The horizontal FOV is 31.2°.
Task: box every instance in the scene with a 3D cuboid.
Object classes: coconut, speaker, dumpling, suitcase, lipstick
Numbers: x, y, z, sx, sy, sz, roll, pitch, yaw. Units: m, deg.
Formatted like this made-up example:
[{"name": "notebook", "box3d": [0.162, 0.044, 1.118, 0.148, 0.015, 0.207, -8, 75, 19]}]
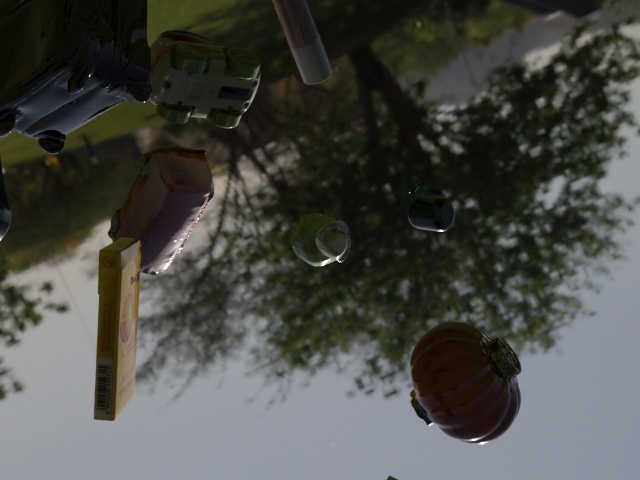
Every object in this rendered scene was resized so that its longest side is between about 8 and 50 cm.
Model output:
[{"name": "coconut", "box3d": [0.000, 0.000, 1.850, 0.088, 0.096, 0.088, -59, -173, 12]}, {"name": "speaker", "box3d": [0.194, -0.064, 2.034, 0.075, 0.094, 0.060, 9, -155, 41]}, {"name": "dumpling", "box3d": [0.023, -0.003, 1.788, 0.059, 0.077, 0.043, -56, -159, -9]}, {"name": "suitcase", "box3d": [-0.448, -0.362, 2.021, 0.188, 0.339, 0.345, 16, 154, -39]}, {"name": "lipstick", "box3d": [-0.045, -0.448, 2.389, 0.070, 0.254, 0.070, -14, -142, 11]}]

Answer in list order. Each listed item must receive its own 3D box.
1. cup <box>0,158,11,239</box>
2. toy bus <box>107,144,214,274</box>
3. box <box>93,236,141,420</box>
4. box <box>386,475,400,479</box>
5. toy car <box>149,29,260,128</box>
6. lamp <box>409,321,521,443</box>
[{"name": "cup", "box3d": [-0.640, -0.060, 1.688, 0.308, 0.292, 0.242, -29, 158, 37]}, {"name": "toy bus", "box3d": [-0.332, -0.060, 2.356, 0.127, 0.147, 0.303, 4, 136, -34]}, {"name": "box", "box3d": [-0.323, 0.137, 1.832, 0.043, 0.269, 0.152, 4, -171, 1]}, {"name": "box", "box3d": [0.144, 0.401, 1.613, 0.154, 0.040, 0.084, 20, -131, 26]}, {"name": "toy car", "box3d": [-0.249, -0.337, 2.229, 0.235, 0.235, 0.145, -36, 154, -58]}, {"name": "lamp", "box3d": [0.252, 0.249, 2.008, 0.196, 0.223, 0.223, -35, -177, 21]}]
